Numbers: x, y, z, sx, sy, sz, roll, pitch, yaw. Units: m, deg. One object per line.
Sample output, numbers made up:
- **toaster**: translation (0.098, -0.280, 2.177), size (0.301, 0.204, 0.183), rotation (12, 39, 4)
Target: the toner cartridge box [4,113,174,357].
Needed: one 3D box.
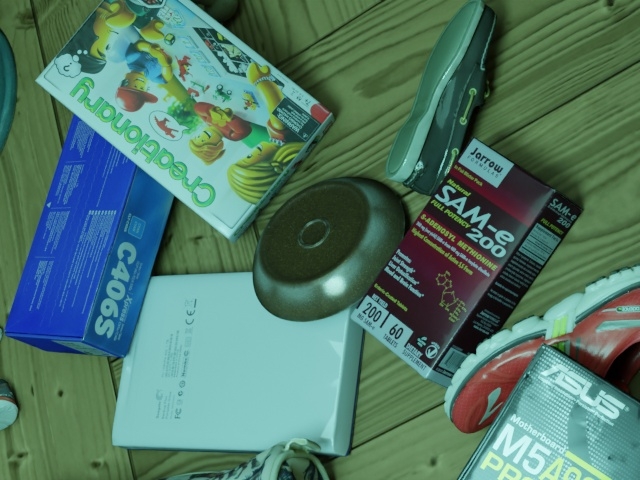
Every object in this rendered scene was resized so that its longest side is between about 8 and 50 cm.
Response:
- **toner cartridge box**: translation (-0.268, -0.032, 2.029), size (0.165, 0.075, 0.348), rotation (2, 70, 44)

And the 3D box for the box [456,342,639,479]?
- **box**: translation (0.269, 0.258, 1.542), size (0.270, 0.060, 0.216), rotation (34, 95, 17)

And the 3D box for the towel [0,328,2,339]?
- **towel**: translation (-0.562, 0.146, 2.227), size (0.285, 0.034, 0.209), rotation (33, 93, 38)

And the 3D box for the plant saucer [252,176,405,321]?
- **plant saucer**: translation (0.000, 0.000, 1.852), size (0.198, 0.036, 0.199), rotation (-20, 47, 23)

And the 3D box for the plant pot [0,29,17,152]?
- **plant pot**: translation (-0.654, -0.221, 2.231), size (0.341, 0.334, 0.341), rotation (-13, 66, 31)

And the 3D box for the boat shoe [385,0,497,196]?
- **boat shoe**: translation (0.147, -0.159, 1.825), size (0.228, 0.068, 0.081), rotation (-65, 17, -4)

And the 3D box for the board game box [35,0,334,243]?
- **board game box**: translation (-0.160, -0.166, 1.942), size (0.305, 0.053, 0.193), rotation (38, 87, 8)

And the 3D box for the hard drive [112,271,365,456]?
- **hard drive**: translation (-0.096, 0.141, 1.901), size (0.318, 0.040, 0.210), rotation (-3, 72, 34)

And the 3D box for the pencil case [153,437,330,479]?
- **pencil case**: translation (-0.168, 0.329, 1.811), size (0.410, 0.160, 0.184), rotation (-16, 80, 30)

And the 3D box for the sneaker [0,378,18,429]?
- **sneaker**: translation (-0.456, 0.231, 2.116), size (0.158, 0.061, 0.065), rotation (-28, 46, 15)

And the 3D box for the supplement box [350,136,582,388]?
- **supplement box**: translation (0.154, 0.025, 1.750), size (0.130, 0.073, 0.239), rotation (37, 95, 38)

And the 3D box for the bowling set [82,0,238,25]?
- **bowling set**: translation (-0.189, -0.354, 2.100), size (0.287, 0.154, 0.200), rotation (-49, 35, 13)

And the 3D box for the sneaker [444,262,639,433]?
- **sneaker**: translation (0.246, 0.130, 1.633), size (0.279, 0.107, 0.118), rotation (-34, 63, 21)
